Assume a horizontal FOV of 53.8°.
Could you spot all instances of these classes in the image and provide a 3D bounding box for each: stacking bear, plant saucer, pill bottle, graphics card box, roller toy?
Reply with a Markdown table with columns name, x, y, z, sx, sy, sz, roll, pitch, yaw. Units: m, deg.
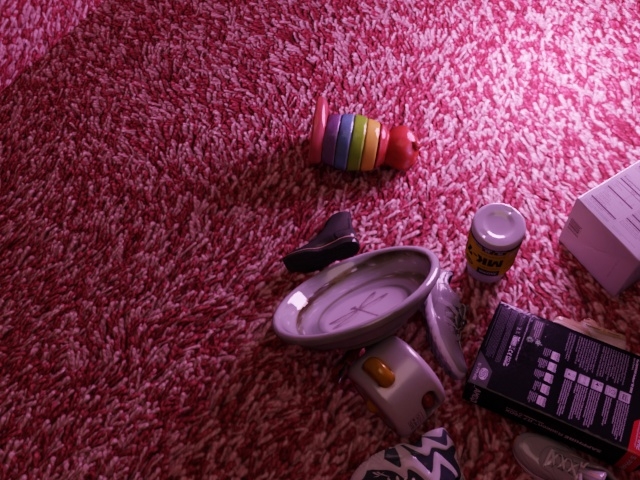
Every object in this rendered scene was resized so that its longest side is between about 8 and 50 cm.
| name | x | y | z | sx | sy | sz | roll | pitch | yaw |
| --- | --- | --- | --- | --- | --- | --- | --- | --- | --- |
| stacking bear | 0.122 | -0.261 | 1.686 | 0.289 | 0.175 | 0.164 | 9 | 62 | 3 |
| plant saucer | 0.090 | 0.146 | 1.420 | 0.400 | 0.400 | 0.101 | -26 | 107 | -7 |
| pill bottle | 0.402 | 0.013 | 1.474 | 0.119 | 0.208 | 0.119 | -3 | 62 | 5 |
| graphics card box | 0.518 | 0.304 | 1.353 | 0.370 | 0.094 | 0.233 | 22 | 56 | 16 |
| roller toy | 0.158 | 0.315 | 1.352 | 0.146 | 0.209 | 0.191 | -40 | 90 | -12 |

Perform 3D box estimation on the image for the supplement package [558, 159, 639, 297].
| name | x | y | z | sx | sy | sz | roll | pitch | yaw |
| --- | --- | --- | --- | --- | --- | --- | --- | --- | --- |
| supplement package | 0.742 | -0.044 | 1.468 | 0.262 | 0.199 | 0.198 | -30 | 63 | -9 |

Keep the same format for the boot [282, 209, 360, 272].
| name | x | y | z | sx | sy | sz | roll | pitch | yaw |
| --- | --- | --- | --- | --- | --- | --- | --- | --- | --- |
| boot | 0.000 | 0.000 | 1.620 | 0.197 | 0.077 | 0.137 | -14 | 43 | 8 |

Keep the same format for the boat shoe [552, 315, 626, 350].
| name | x | y | z | sx | sy | sz | roll | pitch | yaw |
| --- | --- | --- | --- | --- | --- | --- | --- | --- | --- |
| boat shoe | 0.611 | 0.209 | 1.434 | 0.170 | 0.063 | 0.059 | 25 | 65 | 8 |

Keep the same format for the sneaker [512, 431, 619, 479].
| name | x | y | z | sx | sy | sz | roll | pitch | yaw |
| --- | --- | --- | --- | --- | --- | --- | --- | --- | --- |
| sneaker | 0.519 | 0.466 | 1.273 | 0.262 | 0.121 | 0.099 | 28 | 68 | 19 |

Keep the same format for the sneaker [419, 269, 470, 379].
| name | x | y | z | sx | sy | sz | roll | pitch | yaw |
| --- | --- | --- | --- | --- | --- | --- | --- | --- | --- |
| sneaker | 0.297 | 0.180 | 1.457 | 0.115 | 0.105 | 0.281 | -13 | 61 | 0 |

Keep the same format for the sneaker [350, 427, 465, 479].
| name | x | y | z | sx | sy | sz | roll | pitch | yaw |
| --- | --- | --- | --- | --- | --- | --- | --- | --- | --- |
| sneaker | 0.191 | 0.505 | 1.306 | 0.235 | 0.094 | 0.153 | -18 | 53 | -14 |

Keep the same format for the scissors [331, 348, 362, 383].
| name | x | y | z | sx | sy | sz | roll | pitch | yaw |
| --- | --- | --- | --- | --- | --- | --- | --- | --- | --- |
| scissors | 0.044 | 0.278 | 1.341 | 0.021 | 0.297 | 0.109 | 45 | 107 | 2 |
